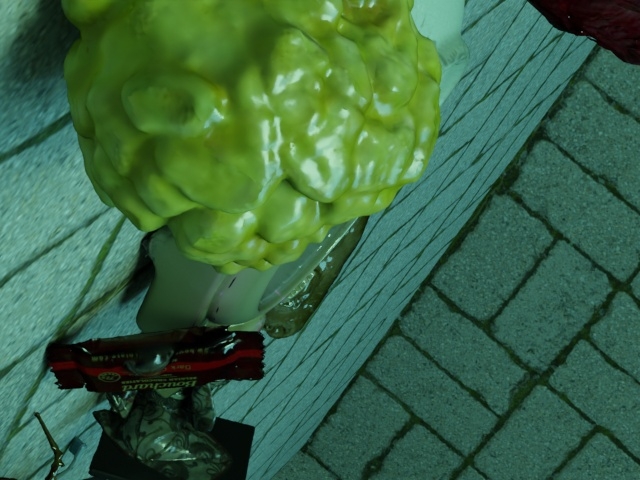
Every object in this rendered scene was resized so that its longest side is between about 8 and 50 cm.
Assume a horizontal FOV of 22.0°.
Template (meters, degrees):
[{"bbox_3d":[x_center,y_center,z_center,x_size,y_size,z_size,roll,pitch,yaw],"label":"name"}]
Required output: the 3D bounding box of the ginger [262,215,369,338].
[{"bbox_3d":[-0.001,0.002,1.889,0.333,0.080,0.166,-63,-179,31],"label":"ginger"}]

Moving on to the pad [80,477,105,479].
[{"bbox_3d":[-0.303,0.324,1.958,0.112,0.003,0.157,-50,171,2],"label":"pad"}]

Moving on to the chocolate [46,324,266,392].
[{"bbox_3d":[-0.136,0.104,1.376,0.182,0.028,0.086,-4,147,-6],"label":"chocolate"}]

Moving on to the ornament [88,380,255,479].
[{"bbox_3d":[-0.131,0.130,1.612,0.153,0.166,0.196,-84,-171,-66],"label":"ornament"}]

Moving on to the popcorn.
[{"bbox_3d":[-0.037,-0.098,0.903,0.181,0.217,0.235,-22,-160,42],"label":"popcorn"}]

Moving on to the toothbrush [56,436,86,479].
[{"bbox_3d":[-0.285,0.263,1.739,0.014,0.017,0.162,-27,156,-54],"label":"toothbrush"}]

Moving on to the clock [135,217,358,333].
[{"bbox_3d":[-0.020,-0.046,1.448,0.309,0.114,0.284,-44,169,-39],"label":"clock"}]

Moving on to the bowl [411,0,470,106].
[{"bbox_3d":[0.014,-0.132,1.141,0.313,0.146,0.313,-48,170,-11],"label":"bowl"}]

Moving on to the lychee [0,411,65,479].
[{"bbox_3d":[-0.274,0.253,1.468,0.140,0.114,0.101,-33,-151,10],"label":"lychee"}]

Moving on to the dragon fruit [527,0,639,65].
[{"bbox_3d":[0.284,-0.295,1.328,0.329,0.329,0.329,-48,171,-10],"label":"dragon fruit"}]
